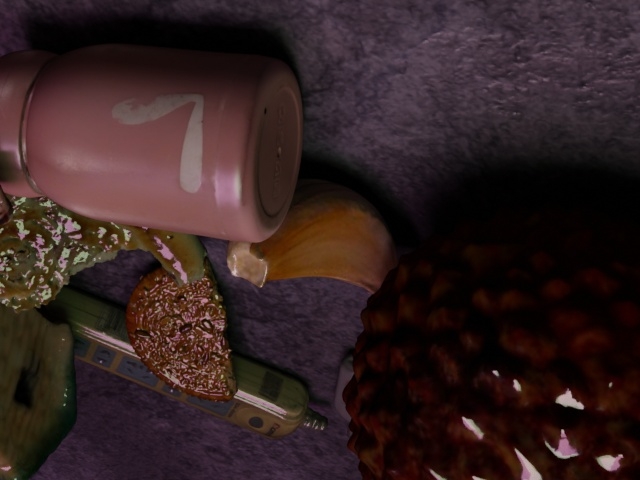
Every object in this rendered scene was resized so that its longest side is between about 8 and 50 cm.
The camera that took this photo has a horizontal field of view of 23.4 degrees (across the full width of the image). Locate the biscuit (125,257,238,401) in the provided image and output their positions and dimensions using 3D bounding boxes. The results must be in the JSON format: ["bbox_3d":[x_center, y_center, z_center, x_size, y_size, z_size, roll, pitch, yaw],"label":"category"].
[{"bbox_3d":[-0.164,0.108,1.791,0.126,0.025,0.206,-1,124,12],"label":"biscuit"}]

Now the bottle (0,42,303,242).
[{"bbox_3d":[-0.182,-0.089,1.435,0.296,0.206,0.173,9,137,15],"label":"bottle"}]

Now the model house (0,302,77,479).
[{"bbox_3d":[-0.492,0.129,1.787,0.382,0.335,0.343,3,153,21],"label":"model house"}]

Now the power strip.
[{"bbox_3d":[-0.170,0.158,1.888,0.387,0.066,0.092,22,147,-7],"label":"power strip"}]

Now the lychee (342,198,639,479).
[{"bbox_3d":[0.250,0.196,1.465,0.500,0.424,0.424,48,141,-1],"label":"lychee"}]

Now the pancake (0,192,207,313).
[{"bbox_3d":[-0.287,-0.011,1.596,0.376,0.054,0.197,7,110,-23],"label":"pancake"}]

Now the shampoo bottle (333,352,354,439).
[{"bbox_3d":[0.055,0.193,1.858,0.080,0.040,0.165,14,144,3],"label":"shampoo bottle"}]

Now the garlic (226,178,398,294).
[{"bbox_3d":[0.006,-0.004,1.553,0.206,0.128,0.115,19,116,-32],"label":"garlic"}]
